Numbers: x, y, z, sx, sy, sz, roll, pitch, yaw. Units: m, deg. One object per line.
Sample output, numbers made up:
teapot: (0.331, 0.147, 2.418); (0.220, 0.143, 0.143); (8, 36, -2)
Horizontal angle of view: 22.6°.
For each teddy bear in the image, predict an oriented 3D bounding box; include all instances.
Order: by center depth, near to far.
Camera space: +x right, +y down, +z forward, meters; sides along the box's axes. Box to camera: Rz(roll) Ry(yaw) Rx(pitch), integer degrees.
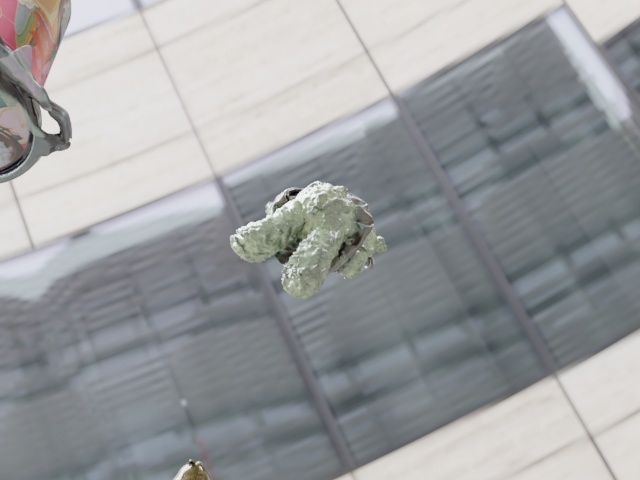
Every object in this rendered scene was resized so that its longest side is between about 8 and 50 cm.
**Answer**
teddy bear: (0.005, -0.016, 1.693); (0.213, 0.133, 0.111); (-14, -45, -60)

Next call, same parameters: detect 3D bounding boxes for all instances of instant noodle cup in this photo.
instant noodle cup: (-0.346, -0.201, 1.502); (0.302, 0.182, 0.258); (21, -34, 0)

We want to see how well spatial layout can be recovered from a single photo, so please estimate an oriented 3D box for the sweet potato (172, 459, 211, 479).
sweet potato: (-0.005, 0.248, 0.768); (0.124, 0.310, 0.098); (-18, -12, 5)
